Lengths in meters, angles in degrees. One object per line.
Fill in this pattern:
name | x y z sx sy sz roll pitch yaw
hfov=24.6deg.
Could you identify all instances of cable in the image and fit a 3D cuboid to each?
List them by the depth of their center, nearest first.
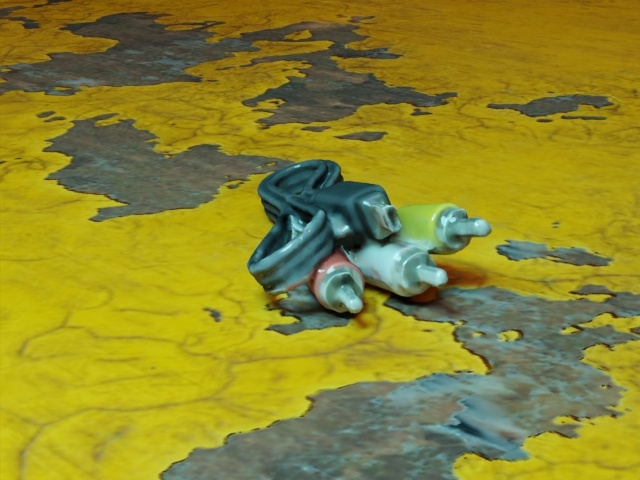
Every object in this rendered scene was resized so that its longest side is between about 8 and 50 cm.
cable | 0.000 0.000 1.004 0.139 0.072 0.287 -27 12 -14
